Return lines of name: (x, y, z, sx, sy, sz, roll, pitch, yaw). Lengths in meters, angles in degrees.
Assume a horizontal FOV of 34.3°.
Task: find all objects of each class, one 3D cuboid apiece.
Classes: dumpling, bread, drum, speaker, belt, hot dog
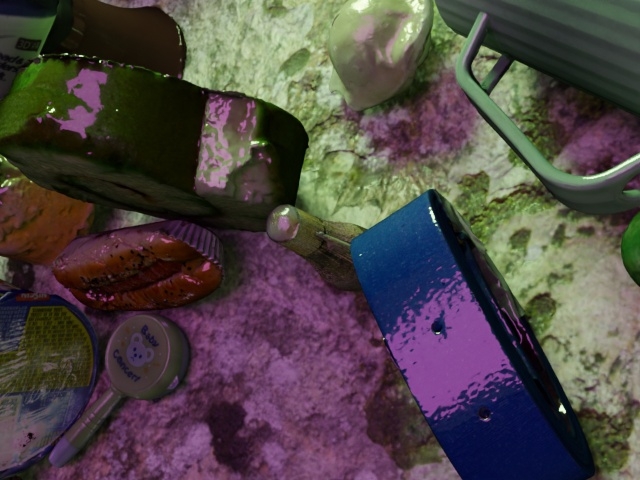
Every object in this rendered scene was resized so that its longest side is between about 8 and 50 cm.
dumpling: (0.080, -0.246, 1.307, 0.199, 0.118, 0.136, -52, 56, 31)
bread: (-0.198, -0.105, 1.261, 0.382, 0.366, 0.129, 3, 77, 38)
drum: (-0.264, 0.216, 1.393, 0.130, 0.049, 0.253, 28, 91, 30)
speaker: (-0.365, -0.333, 1.448, 0.198, 0.329, 0.259, -28, 59, 18)
belt: (0.162, 0.115, 1.108, 0.117, 0.212, 0.346, -34, 68, 17)
bread: (-0.426, -0.061, 1.483, 0.197, 0.171, 0.197, -8, 78, 42)
hot dog: (-0.239, 0.039, 1.377, 0.268, 0.144, 0.075, -14, 42, 34)

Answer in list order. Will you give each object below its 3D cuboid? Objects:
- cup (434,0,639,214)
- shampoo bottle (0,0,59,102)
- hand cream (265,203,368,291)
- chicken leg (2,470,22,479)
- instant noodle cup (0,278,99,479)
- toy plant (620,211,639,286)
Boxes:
cup: (0.315, -0.256, 1.053, 0.392, 0.310, 0.401, 28, 55, 35)
shampoo bottle: (-0.440, -0.198, 1.284, 0.359, 0.134, 0.078, -55, 35, 30)
hand cream: (0.000, 0.000, 1.226, 0.084, 0.203, 0.084, -8, 71, 26)
chicken leg: (-0.432, 0.390, 1.427, 0.196, 0.080, 0.125, 48, 110, 21)
instant noodle cup: (-0.510, 0.141, 1.436, 0.312, 0.284, 0.284, 28, 90, 38)
toy plant: (0.430, 0.022, 1.029, 0.235, 0.175, 0.218, -45, 64, 39)
